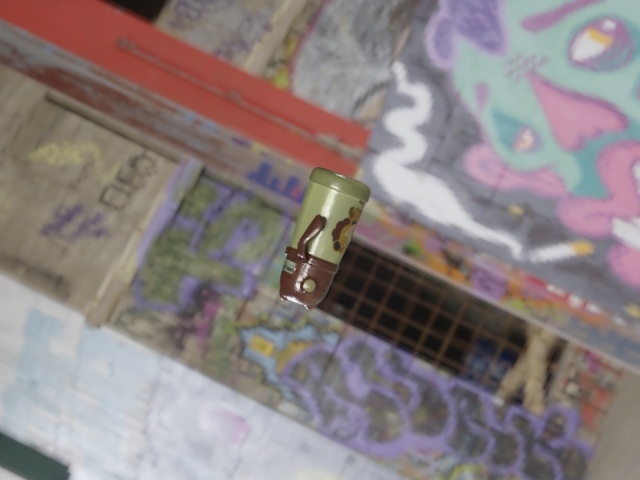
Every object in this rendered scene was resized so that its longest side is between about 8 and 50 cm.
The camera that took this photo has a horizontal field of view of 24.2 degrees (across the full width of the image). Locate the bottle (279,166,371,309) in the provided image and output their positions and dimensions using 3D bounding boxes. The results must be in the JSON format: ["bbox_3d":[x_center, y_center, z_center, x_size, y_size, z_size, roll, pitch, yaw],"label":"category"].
[{"bbox_3d":[0.001,0.000,1.092,0.063,0.047,0.101,20,-90,-42],"label":"bottle"}]
